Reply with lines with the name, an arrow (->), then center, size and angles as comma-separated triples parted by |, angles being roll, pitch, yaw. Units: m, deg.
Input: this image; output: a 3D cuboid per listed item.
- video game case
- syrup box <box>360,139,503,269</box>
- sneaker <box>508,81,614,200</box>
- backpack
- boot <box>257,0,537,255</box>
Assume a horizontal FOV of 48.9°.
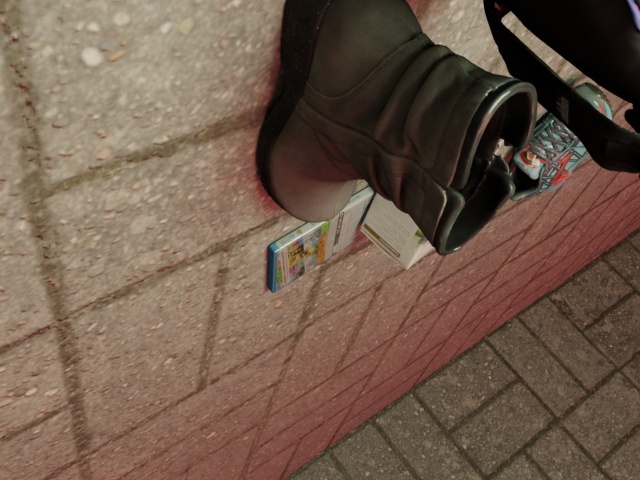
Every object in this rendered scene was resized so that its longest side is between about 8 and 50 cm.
video game case -> 0.000, 0.000, 0.962 | 0.166, 0.015, 0.119 | -32, 157, -21
syrup box -> 0.145, -0.080, 0.915 | 0.093, 0.096, 0.237 | -33, 156, -38
sneaker -> 0.395, -0.151, 1.199 | 0.125, 0.104, 0.262 | -26, 154, -28
backpack -> 0.193, -0.224, 0.494 | 0.213, 0.263, 0.276 | -44, 129, 5
boot -> 0.052, -0.063, 0.642 | 0.118, 0.223, 0.338 | -33, 157, -20
